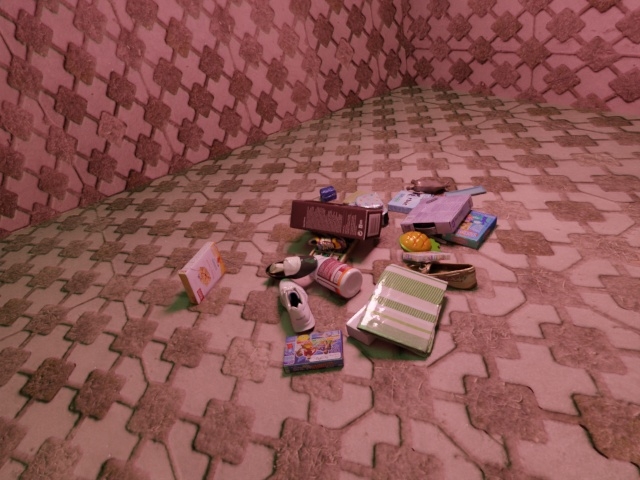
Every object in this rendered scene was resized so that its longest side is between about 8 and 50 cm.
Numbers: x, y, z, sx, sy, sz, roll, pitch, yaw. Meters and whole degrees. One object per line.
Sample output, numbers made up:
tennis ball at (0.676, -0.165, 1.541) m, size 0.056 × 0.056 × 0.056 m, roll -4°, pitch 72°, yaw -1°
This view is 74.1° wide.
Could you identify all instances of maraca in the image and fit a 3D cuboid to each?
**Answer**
maraca at (0.423, 0.019, 1.800) m, size 0.186 × 0.099 × 0.127 m, roll 10°, pitch 45°, yaw -7°

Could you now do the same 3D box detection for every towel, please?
towel at (0.296, 0.228, 1.483) m, size 0.248 × 0.038 × 0.324 m, roll 19°, pitch 48°, yaw 14°
towel at (0.206, -0.230, 2.330) m, size 0.110 × 0.027 × 0.148 m, roll 19°, pitch 43°, yaw 40°

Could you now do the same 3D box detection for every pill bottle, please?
pill bottle at (0.054, 0.139, 1.720) m, size 0.121 × 0.121 × 0.221 m, roll -34°, pitch 38°, yaw -29°

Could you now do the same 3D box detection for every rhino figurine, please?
rhino figurine at (0.580, -0.286, 2.218) m, size 0.244 × 0.072 × 0.106 m, roll -2°, pitch 9°, yaw -18°

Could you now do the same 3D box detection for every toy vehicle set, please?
toy vehicle set at (0.060, 0.042, 1.941) m, size 0.166 × 0.035 × 0.266 m, roll 7°, pitch 37°, yaw 25°

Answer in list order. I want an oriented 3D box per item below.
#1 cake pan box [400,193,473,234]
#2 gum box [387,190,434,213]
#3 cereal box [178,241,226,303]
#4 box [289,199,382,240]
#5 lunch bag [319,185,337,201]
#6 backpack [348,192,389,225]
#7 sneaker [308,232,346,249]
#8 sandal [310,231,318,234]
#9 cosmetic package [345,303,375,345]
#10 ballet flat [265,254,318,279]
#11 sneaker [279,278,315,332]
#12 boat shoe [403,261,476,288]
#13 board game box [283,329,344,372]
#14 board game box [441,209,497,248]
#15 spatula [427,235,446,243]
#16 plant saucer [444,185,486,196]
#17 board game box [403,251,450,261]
cake pan box at (0.525, -0.117, 1.918) m, size 0.246 × 0.070 × 0.267 m, roll -4°, pitch 29°, yaw 43°
gum box at (0.461, -0.194, 2.165) m, size 0.185 × 0.041 × 0.157 m, roll 15°, pitch 41°, yaw 35°
cereal box at (-0.519, 0.141, 1.880) m, size 0.048 × 0.172 × 0.240 m, roll 2°, pitch 36°, yaw 21°
box at (0.072, -0.100, 1.936) m, size 0.382 × 0.142 × 0.191 m, roll 8°, pitch 9°, yaw 28°
lunch bag at (0.041, -0.262, 2.400) m, size 0.099 × 0.067 × 0.065 m, roll -19°, pitch 32°, yaw -7°
backpack at (0.225, -0.142, 2.080) m, size 0.189 × 0.144 × 0.165 m, roll -16°, pitch 37°, yaw 1°
sneaker at (0.032, 0.017, 1.897) m, size 0.186 × 0.069 × 0.084 m, roll 13°, pitch 41°, yaw 44°
sandal at (0.031, -0.063, 2.108) m, size 0.180 × 0.072 × 0.049 m, roll -2°, pitch 12°, yaw 26°
cosmetic package at (0.206, 0.266, 1.521) m, size 0.099 × 0.060 × 0.239 m, roll 20°, pitch 44°, yaw 41°
ballet flat at (-0.133, 0.118, 1.767) m, size 0.281 × 0.096 × 0.095 m, roll -20°, pitch 63°, yaw 45°
sneaker at (-0.099, 0.222, 1.640) m, size 0.111 × 0.129 × 0.297 m, roll -22°, pitch 32°, yaw -10°
boat shoe at (0.453, 0.116, 1.638) m, size 0.286 × 0.089 × 0.104 m, roll 3°, pitch 36°, yaw 25°
board game box at (-0.023, 0.379, 1.453) m, size 0.202 × 0.035 × 0.136 m, roll -9°, pitch 32°, yaw 7°
board game box at (0.656, -0.057, 1.863) m, size 0.160 × 0.047 × 0.210 m, roll 22°, pitch 46°, yaw 36°
spatula at (0.523, -0.062, 1.957) m, size 0.168 × 0.019 × 0.242 m, roll -30°, pitch 35°, yaw -26°
plant saucer at (0.738, -0.242, 2.161) m, size 0.192 × 0.018 × 0.067 m, roll -12°, pitch 32°, yaw 4°
board game box at (0.423, 0.063, 1.686) m, size 0.154 × 0.026 × 0.103 m, roll -2°, pitch 5°, yaw -23°
